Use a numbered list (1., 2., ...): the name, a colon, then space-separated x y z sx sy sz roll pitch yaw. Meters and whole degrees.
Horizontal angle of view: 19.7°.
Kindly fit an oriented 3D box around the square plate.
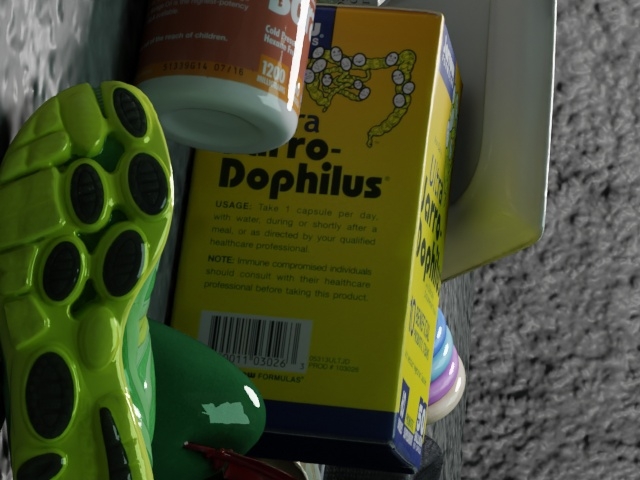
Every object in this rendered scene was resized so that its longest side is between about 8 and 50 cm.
1. square plate: 0.112 -0.127 1.750 0.344 0.049 0.347 -28 -127 60

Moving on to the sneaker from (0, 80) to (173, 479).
1. sneaker: -0.149 0.051 1.108 0.123 0.109 0.295 -170 -97 -78

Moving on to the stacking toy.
1. stacking toy: 0.096 0.089 2.292 0.330 0.141 0.141 76 21 -49

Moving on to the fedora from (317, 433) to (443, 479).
1. fedora: 0.056 0.288 2.092 0.334 0.153 0.334 5 90 -80

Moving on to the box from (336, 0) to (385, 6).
1. box: 0.034 -0.162 2.002 0.067 0.063 0.324 -53 146 -72

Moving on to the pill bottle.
1. pill bottle: -0.062 -0.181 1.335 0.121 0.121 0.216 63 34 -70

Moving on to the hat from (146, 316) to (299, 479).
1. hat: -0.051 0.114 1.275 0.208 0.184 0.173 65 23 -52

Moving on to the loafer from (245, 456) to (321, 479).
1. loafer: -0.052 0.294 1.682 0.087 0.094 0.251 -48 143 -79

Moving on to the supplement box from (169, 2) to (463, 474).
1. supplement box: 0.000 0.000 1.548 0.194 0.195 0.356 55 41 -74

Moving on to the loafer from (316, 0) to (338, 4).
1. loafer: 0.015 -0.365 1.683 0.111 0.112 0.319 90 9 -71

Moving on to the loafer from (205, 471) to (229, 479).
1. loafer: -0.073 0.257 1.458 0.366 0.130 0.133 -17 112 -78
